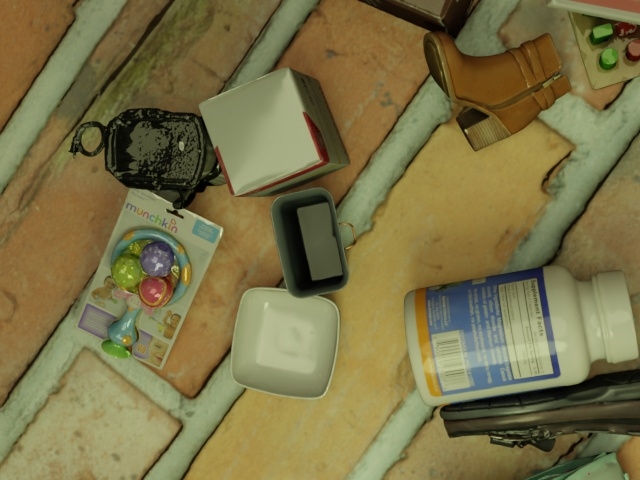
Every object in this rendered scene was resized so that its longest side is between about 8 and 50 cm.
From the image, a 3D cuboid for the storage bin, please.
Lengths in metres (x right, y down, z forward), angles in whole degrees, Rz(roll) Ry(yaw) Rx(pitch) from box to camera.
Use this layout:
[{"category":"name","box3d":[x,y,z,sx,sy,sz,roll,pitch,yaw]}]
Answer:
[{"category":"storage bin","box3d":[0.000,0.000,1.625,0.098,0.091,0.135,-13,90,11]}]

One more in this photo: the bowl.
[{"category":"bowl","box3d":[-0.042,0.134,1.656,0.142,0.053,0.142,10,94,11]}]

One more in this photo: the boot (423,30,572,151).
[{"category":"boot","box3d":[0.221,-0.217,1.551,0.152,0.197,0.073,-31,43,4]}]

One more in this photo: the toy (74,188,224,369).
[{"category":"toy","box3d":[-0.237,0.060,1.654,0.137,0.056,0.237,26,116,1]}]

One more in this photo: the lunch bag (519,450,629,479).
[{"category":"lunch bag","box3d":[0.288,0.405,1.552,0.262,0.160,0.223,-21,84,0]}]

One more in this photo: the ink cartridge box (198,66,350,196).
[{"category":"ink cartridge box","box3d":[-0.054,-0.134,1.589,0.127,0.176,0.128,-22,87,13]}]

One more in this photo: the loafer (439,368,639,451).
[{"category":"loafer","box3d":[0.305,0.230,1.570,0.302,0.109,0.095,-10,94,8]}]

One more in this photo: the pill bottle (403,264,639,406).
[{"category":"pill bottle","box3d":[0.250,0.113,1.550,0.272,0.152,0.152,-11,90,10]}]

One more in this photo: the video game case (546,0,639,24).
[{"category":"video game case","box3d":[0.387,-0.404,1.488,0.204,0.025,0.285,8,91,-12]}]

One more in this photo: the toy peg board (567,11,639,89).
[{"category":"toy peg board","box3d":[0.394,-0.290,1.547,0.160,0.079,0.161,-17,89,11]}]

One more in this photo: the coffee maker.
[{"category":"coffee maker","box3d":[-0.204,-0.122,1.616,0.171,0.178,0.120,26,95,9]}]

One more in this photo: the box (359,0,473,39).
[{"category":"box","box3d":[0.016,-0.393,1.560,0.381,0.191,0.143,27,96,9]}]
